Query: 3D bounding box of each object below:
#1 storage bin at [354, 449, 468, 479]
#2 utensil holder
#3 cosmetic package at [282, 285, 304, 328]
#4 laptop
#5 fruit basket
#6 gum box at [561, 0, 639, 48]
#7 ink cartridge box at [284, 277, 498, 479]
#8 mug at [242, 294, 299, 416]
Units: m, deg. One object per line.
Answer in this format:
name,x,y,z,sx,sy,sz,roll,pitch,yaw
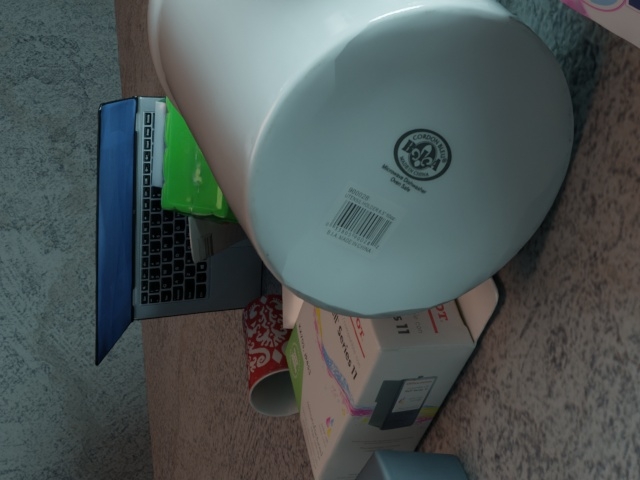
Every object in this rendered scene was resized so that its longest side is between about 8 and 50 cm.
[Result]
storage bin,0.096,0.282,1.071,0.091,0.135,0.098,-67,28,29
utensil holder,0.024,-0.155,0.988,0.385,0.327,0.328,-123,37,-53
cosmetic package,0.000,0.000,1.366,0.060,0.098,0.239,-4,86,41
laptop,-0.212,-0.034,1.613,0.236,0.407,0.382,19,109,54
fruit basket,-0.139,-0.154,1.580,0.353,0.165,0.327,-44,-41,-74
gum box,0.206,-0.209,0.687,0.188,0.062,0.107,43,164,34
ink cartridge box,0.066,0.103,1.156,0.353,0.119,0.207,110,153,-44
mug,-0.074,0.189,1.580,0.169,0.113,0.150,-105,26,-45
